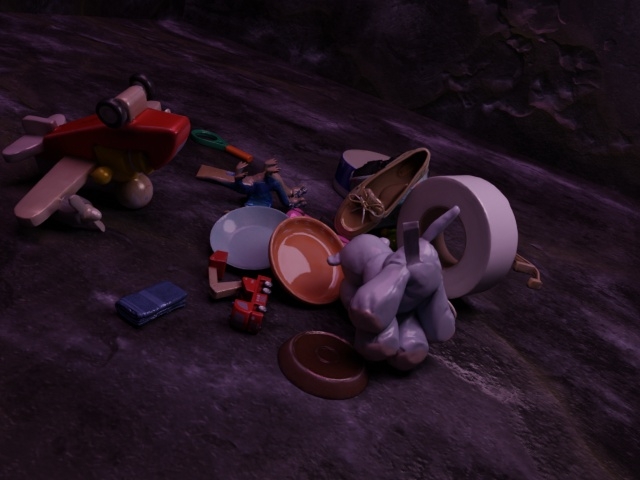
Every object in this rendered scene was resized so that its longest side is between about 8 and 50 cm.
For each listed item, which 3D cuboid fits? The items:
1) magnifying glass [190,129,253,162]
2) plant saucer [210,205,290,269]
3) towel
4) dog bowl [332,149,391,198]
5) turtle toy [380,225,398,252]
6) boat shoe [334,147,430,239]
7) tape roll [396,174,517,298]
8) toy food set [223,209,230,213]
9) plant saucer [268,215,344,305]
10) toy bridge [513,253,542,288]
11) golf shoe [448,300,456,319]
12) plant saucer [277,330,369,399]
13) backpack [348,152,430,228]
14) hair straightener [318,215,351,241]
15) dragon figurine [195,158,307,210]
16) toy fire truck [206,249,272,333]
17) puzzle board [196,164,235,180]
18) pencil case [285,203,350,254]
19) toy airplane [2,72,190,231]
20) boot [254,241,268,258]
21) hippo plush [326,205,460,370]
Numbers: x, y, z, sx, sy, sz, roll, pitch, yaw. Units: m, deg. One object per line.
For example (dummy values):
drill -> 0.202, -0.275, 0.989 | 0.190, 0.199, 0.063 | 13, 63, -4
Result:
magnifying glass -> -0.315, -0.302, 1.832 | 0.230, 0.026, 0.092 | 26, 27, 21
plant saucer -> -0.144, 0.002, 1.266 | 0.194, 0.038, 0.195 | 3, 46, -3
towel -> -0.298, 0.110, 1.018 | 0.067, 0.029, 0.119 | 29, 29, 22
dog bowl -> 0.177, -0.189, 1.818 | 0.264, 0.104, 0.265 | 14, 26, -7
turtle toy -> 0.208, -0.005, 1.510 | 0.095, 0.066, 0.130 | -10, 2, 44
boat shoe -> 0.144, -0.119, 1.368 | 0.104, 0.285, 0.089 | 44, -6, 3
tape roll -> 0.309, -0.008, 1.338 | 0.100, 0.286, 0.286 | -6, 34, -38
toy food set -> -0.174, -0.048, 1.423 | 0.122, 0.019, 0.077 | 27, 26, 36
plant saucer -> -0.026, 0.045, 1.211 | 0.199, 0.037, 0.200 | 18, 56, -28
toy bridge -> 0.579, 0.077, 1.631 | 0.063, 0.026, 0.188 | 13, 26, -15
golf shoe -> 0.239, 0.123, 1.288 | 0.176, 0.069, 0.086 | 35, 25, 30
plant saucer -> 0.009, 0.210, 1.014 | 0.168, 0.029, 0.168 | 13, 26, -7
backpack -> 0.188, -0.136, 1.552 | 0.225, 0.191, 0.253 | -9, 5, 9
hair straightener -> 0.066, 0.012, 1.422 | 0.089, 0.047, 0.230 | 7, 31, -48
dragon figurine -> -0.171, -0.127, 1.499 | 0.289, 0.144, 0.085 | -10, 34, -11
toy fire truck -> -0.164, 0.096, 1.108 | 0.135, 0.047, 0.192 | 15, 27, -5
puzzle board -> -0.280, -0.178, 1.621 | 0.128, 0.011, 0.096 | 14, 25, -8
pencil case -> 0.000, 0.000, 1.358 | 0.209, 0.095, 0.098 | 35, 10, 28
toy airplane -> -0.485, -0.181, 1.275 | 0.386, 0.273, 0.384 | -33, 32, -12
boot -> -0.120, 0.006, 1.323 | 0.106, 0.037, 0.114 | -24, 43, -36
hippo plush -> 0.100, 0.081, 1.092 | 0.234, 0.295, 0.236 | -18, 23, -31
